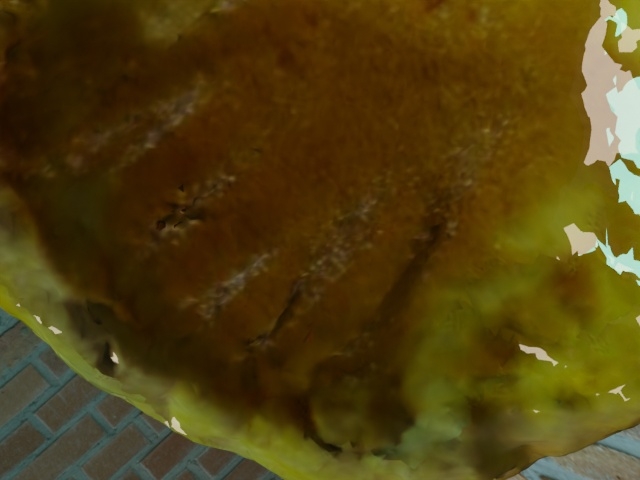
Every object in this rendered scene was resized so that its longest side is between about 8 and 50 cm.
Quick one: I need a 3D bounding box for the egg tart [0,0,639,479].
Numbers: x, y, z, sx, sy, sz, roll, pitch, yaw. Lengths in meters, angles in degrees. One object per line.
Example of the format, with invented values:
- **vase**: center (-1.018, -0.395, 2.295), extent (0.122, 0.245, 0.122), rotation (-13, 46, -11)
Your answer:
- **egg tart**: center (0.036, -0.068, 0.476), extent (0.388, 0.388, 0.169), rotation (56, -164, -24)
